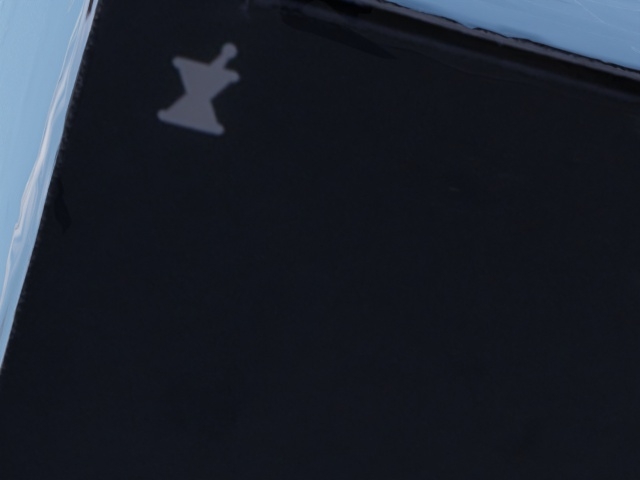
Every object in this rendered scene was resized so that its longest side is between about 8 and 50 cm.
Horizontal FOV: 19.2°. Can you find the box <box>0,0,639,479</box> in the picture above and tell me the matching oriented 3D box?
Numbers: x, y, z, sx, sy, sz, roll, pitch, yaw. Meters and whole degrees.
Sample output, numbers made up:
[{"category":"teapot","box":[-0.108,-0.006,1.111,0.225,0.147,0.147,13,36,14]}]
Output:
[{"category":"box","box":[0.027,-0.013,0.685,0.293,0.395,0.212,14,-74,-14]}]
